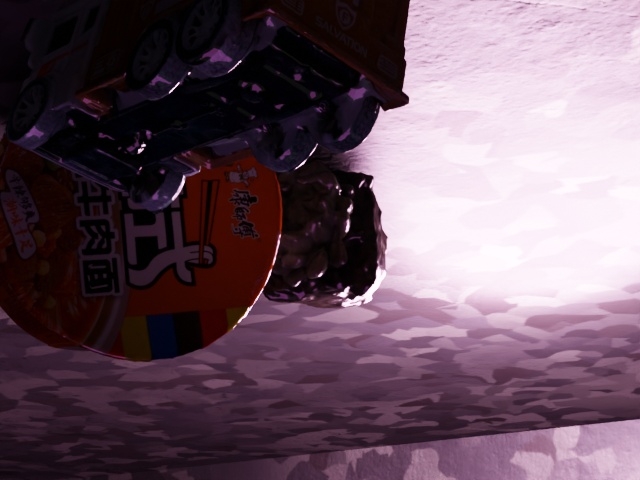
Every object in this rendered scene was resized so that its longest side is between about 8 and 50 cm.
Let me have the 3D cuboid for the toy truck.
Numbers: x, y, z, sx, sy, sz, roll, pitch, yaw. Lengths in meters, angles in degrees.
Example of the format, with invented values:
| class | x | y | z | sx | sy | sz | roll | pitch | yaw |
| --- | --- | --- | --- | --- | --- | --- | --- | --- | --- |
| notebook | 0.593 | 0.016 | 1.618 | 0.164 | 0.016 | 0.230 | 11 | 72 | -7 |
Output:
| class | x | y | z | sx | sy | sz | roll | pitch | yaw |
| --- | --- | --- | --- | --- | --- | --- | --- | --- | --- |
| toy truck | -0.081 | -0.135 | 0.922 | 0.136 | 0.162 | 0.305 | 28 | 152 | -36 |

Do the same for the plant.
| class | x | y | z | sx | sy | sz | roll | pitch | yaw |
| --- | --- | --- | --- | --- | --- | --- | --- | --- | --- |
| plant | 0.000 | 0.000 | 1.351 | 0.129 | 0.132 | 0.194 | -9 | 164 | 13 |

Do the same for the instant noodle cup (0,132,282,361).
| class | x | y | z | sx | sy | sz | roll | pitch | yaw |
| --- | --- | --- | --- | --- | --- | --- | --- | --- | --- |
| instant noodle cup | -0.183 | -0.009 | 1.172 | 0.250 | 0.250 | 0.192 | 7 | 166 | -24 |
